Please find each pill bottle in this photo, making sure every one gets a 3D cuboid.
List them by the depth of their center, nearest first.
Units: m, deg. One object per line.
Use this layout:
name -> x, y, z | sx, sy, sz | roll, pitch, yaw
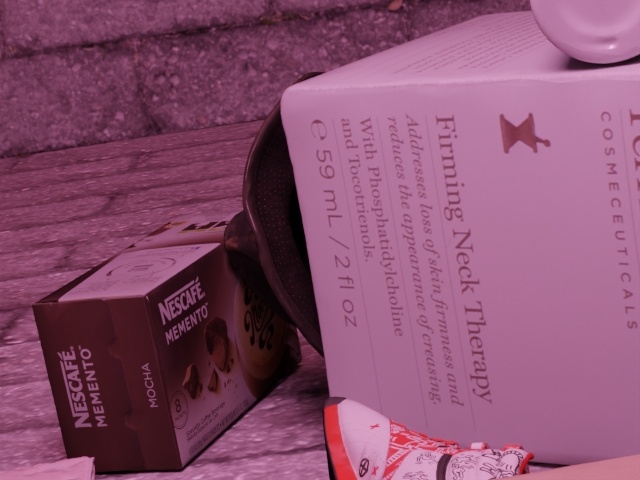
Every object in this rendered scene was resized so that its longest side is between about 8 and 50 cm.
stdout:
pill bottle -> 0.230, -0.209, 1.492 | 0.112, 0.112, 0.186 | -6, 15, 16

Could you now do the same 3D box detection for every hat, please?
hat -> 0.000, 0.000, 1.809 | 0.134, 0.331, 0.331 | -13, 9, 36

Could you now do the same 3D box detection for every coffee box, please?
coffee box -> -0.136, 0.089, 1.812 | 0.119, 0.168, 0.297 | -5, 13, 23

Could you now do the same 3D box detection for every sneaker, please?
sneaker -> 0.083, 0.183, 1.431 | 0.145, 0.090, 0.270 | -9, 16, -3

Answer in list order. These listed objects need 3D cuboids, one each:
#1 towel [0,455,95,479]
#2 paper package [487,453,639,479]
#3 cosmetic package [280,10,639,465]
towel -> -0.334, 0.261, 1.475 | 0.332, 0.053, 0.317 | -10, 12, -3
paper package -> 0.150, 0.241, 0.959 | 0.309, 0.168, 0.325 | -9, 14, 2
cosmetic package -> 0.234, -0.017, 1.638 | 0.394, 0.329, 0.327 | 1, 17, 39
